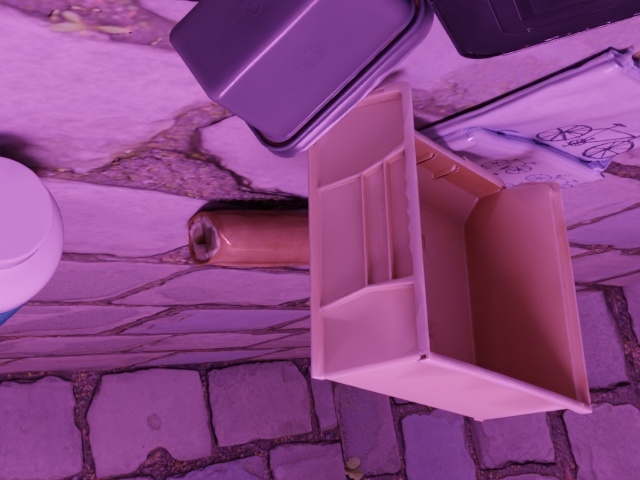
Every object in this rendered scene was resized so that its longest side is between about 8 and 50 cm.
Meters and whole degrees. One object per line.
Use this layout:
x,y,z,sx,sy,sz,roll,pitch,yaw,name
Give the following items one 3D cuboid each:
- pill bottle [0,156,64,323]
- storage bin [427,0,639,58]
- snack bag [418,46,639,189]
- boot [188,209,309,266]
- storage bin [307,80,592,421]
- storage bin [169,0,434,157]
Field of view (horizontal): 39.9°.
-0.327,0.009,0.818,0.146,0.146,0.264,-1,166,-32,pill bottle
0.147,-0.176,0.480,0.180,0.084,0.122,-13,167,18,storage bin
0.245,-0.102,0.987,0.343,0.037,0.323,-20,163,39,snack bag
0.000,0.000,1.066,0.270,0.089,0.236,1,173,-24,boot
0.120,0.020,0.818,0.123,0.260,0.262,-20,151,38,storage bin
-0.019,-0.128,0.509,0.135,0.098,0.091,-41,158,15,storage bin
